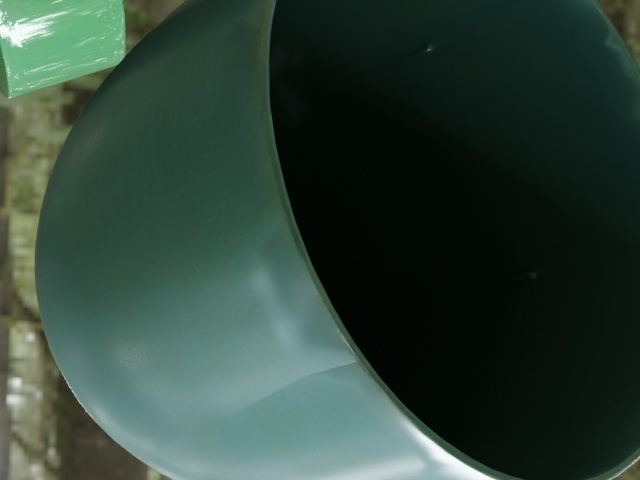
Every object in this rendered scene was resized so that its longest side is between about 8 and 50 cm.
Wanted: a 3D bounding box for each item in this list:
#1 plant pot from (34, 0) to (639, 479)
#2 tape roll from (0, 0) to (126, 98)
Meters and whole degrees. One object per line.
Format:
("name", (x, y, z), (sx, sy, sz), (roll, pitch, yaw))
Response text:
("plant pot", (0.000, 0.000, 0.891), (0.235, 0.293, 0.293), (-21, 173, 41))
("tape roll", (-0.202, -0.247, 1.082), (0.077, 0.321, 0.321), (-19, -160, -12))
